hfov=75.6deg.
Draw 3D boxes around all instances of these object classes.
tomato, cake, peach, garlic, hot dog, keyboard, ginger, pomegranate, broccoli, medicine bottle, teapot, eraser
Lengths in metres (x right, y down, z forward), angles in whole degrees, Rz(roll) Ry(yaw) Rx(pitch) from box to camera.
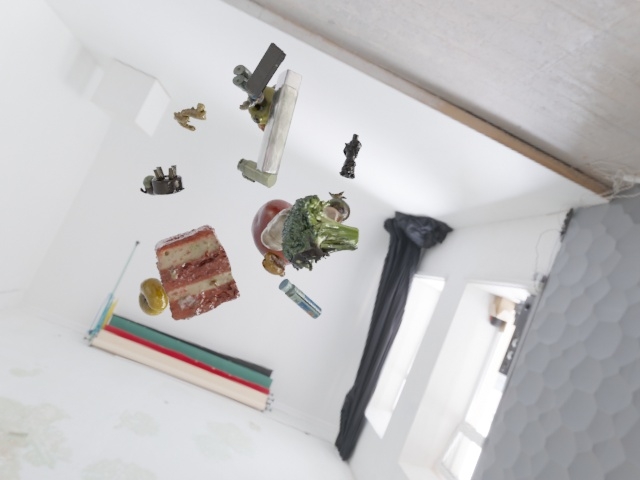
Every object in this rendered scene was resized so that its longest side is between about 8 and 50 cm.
[{"bbox_3d":[-0.196,-0.042,2.075,0.289,0.293,0.325,18,-147,-35],"label":"tomato"},{"bbox_3d":[-0.500,0.121,1.650,0.269,0.320,0.270,-21,-170,-15],"label":"cake"},{"bbox_3d":[-0.756,0.257,1.861,0.179,0.179,0.103,19,-156,39],"label":"peach"},{"bbox_3d":[-0.122,-0.017,1.717,0.212,0.218,0.218,49,169,-9],"label":"garlic"},{"bbox_3d":[0.050,-0.066,1.849,0.099,0.175,0.124,-12,-173,46],"label":"garlic"},{"bbox_3d":[-0.190,0.104,1.721,0.060,0.090,0.140,-26,144,35],"label":"hot dog"},{"bbox_3d":[-0.207,-0.638,1.551,0.072,0.023,0.231,39,138,-12],"label":"keyboard"},{"bbox_3d":[-0.673,-0.635,2.124,0.176,0.053,0.193,10,142,-8],"label":"ginger"},{"bbox_3d":[0.084,-0.159,2.082,0.148,0.169,0.149,12,135,12],"label":"pomegranate"},{"bbox_3d":[0.000,0.000,1.270,0.243,0.263,0.247,3,-144,-17],"label":"broccoli"},{"bbox_3d":[-0.069,0.209,1.466,0.191,0.051,0.051,46,164,-28],"label":"medicine bottle"},{"bbox_3d":[-0.312,-0.322,2.018,0.200,0.077,0.107,29,138,19],"label":"teapot"},{"bbox_3d":[-0.172,-0.470,1.670,0.082,0.397,0.213,12,-171,-20],"label":"eraser"}]

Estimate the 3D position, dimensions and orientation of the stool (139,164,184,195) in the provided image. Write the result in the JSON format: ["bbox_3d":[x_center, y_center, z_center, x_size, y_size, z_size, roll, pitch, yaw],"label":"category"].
[{"bbox_3d":[-0.670,-0.250,1.742,0.217,0.121,0.125,2,-157,22],"label":"stool"}]

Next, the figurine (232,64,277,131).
[{"bbox_3d":[-0.256,-0.625,1.858,0.204,0.225,0.381,-6,180,19],"label":"figurine"}]

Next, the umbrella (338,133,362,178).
[{"bbox_3d":[0.182,-0.510,2.497,0.110,0.273,0.122,10,-179,-14],"label":"umbrella"}]
